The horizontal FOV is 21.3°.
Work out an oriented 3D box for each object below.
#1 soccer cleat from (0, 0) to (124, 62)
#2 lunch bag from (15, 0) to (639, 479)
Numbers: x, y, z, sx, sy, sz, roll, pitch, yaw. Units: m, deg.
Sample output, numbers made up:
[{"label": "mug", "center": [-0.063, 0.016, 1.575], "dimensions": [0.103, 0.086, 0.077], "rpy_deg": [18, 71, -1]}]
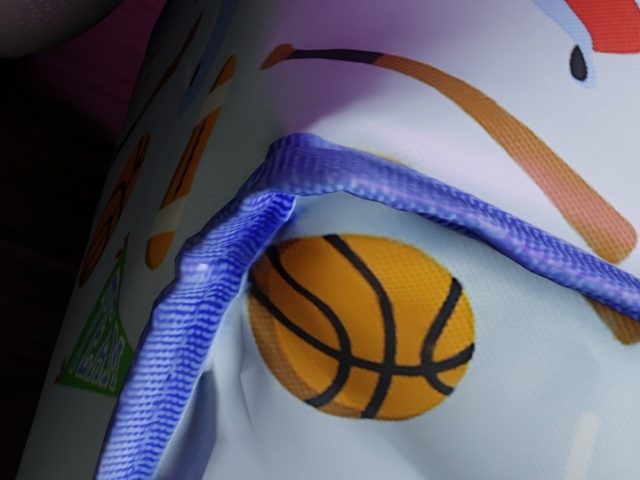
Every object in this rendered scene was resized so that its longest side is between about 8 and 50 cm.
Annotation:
[{"label": "soccer cleat", "center": [-0.065, -0.182, 0.690], "dimensions": [0.116, 0.143, 0.331], "rpy_deg": [48, 32, -21]}, {"label": "lunch bag", "center": [0.134, 0.020, 0.530], "dimensions": [0.385, 0.239, 0.328], "rpy_deg": [25, 37, -12]}]
